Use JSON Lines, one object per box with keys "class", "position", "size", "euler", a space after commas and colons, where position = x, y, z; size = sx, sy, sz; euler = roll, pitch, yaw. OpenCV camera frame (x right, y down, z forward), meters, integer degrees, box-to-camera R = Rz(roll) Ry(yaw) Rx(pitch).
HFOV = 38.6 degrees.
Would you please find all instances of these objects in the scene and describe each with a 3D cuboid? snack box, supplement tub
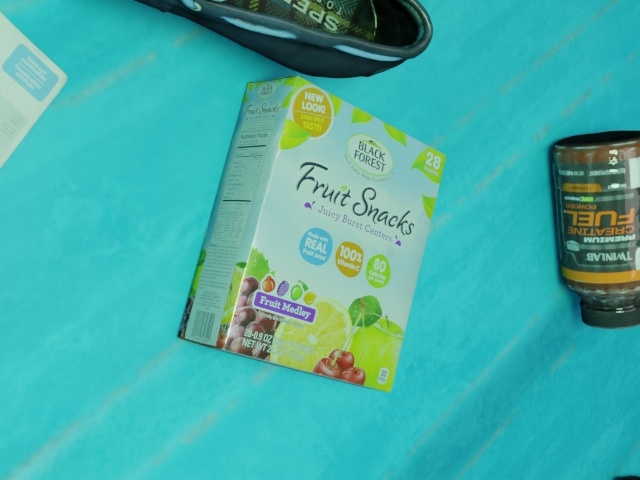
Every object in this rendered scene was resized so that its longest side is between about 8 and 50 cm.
{"class": "snack box", "position": [0.000, 0.000, 0.719], "size": [0.174, 0.070, 0.207], "euler": [20, 79, -39]}
{"class": "supplement tub", "position": [0.302, -0.011, 0.953], "size": [0.106, 0.106, 0.198], "euler": [-17, 104, -38]}

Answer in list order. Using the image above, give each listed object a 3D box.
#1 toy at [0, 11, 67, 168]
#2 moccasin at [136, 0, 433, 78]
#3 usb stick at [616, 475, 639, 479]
{"class": "toy", "position": [-0.248, -0.052, 0.511], "size": [0.137, 0.056, 0.237], "euler": [46, 65, -34]}
{"class": "moccasin", "position": [-0.062, -0.201, 0.557], "size": [0.341, 0.116, 0.138], "euler": [14, 90, -38]}
{"class": "usb stick", "position": [0.357, 0.420, 1.078], "size": [0.077, 0.045, 0.278], "euler": [9, 88, -34]}
